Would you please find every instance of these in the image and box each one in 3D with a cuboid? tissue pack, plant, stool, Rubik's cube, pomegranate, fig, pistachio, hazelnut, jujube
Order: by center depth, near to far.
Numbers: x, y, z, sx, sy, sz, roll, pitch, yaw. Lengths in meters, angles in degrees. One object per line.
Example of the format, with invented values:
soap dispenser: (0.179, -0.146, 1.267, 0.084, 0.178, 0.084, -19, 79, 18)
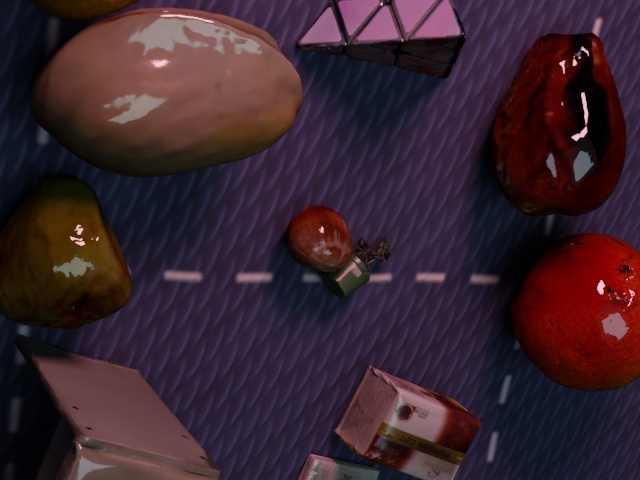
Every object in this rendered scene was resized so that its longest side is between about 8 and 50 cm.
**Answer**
pistachio: (-0.162, -0.162, 1.311, 0.288, 0.166, 0.197, -13, 135, -24)
fig: (-0.275, 0.014, 1.352, 0.154, 0.144, 0.166, 10, 98, 8)
stool: (-0.272, 0.280, 1.369, 0.170, 0.269, 0.244, 22, 98, -33)
Rubik's cube: (0.118, -0.293, 1.436, 0.211, 0.190, 0.178, 5, 89, -33)
hazelnut: (0.000, 0.000, 1.513, 0.086, 0.086, 0.086, -10, 113, -24)
plant: (0.049, 0.026, 1.569, 0.102, 0.051, 0.051, -40, 123, -24)
jujube: (0.299, -0.146, 1.573, 0.168, 0.168, 0.237, 7, 88, -29)
tissue pack: (0.116, 0.246, 1.654, 0.148, 0.099, 0.106, 24, 96, -31)
pomegranate: (0.360, 0.099, 1.668, 0.210, 0.210, 0.235, -44, 150, -6)
tissue pack: (0.023, 0.320, 1.679, 0.108, 0.023, 0.056, 16, 101, -32)

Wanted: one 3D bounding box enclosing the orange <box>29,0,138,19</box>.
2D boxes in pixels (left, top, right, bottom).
orange: (-0.225, -0.318, 1.215, 0.206, 0.206, 0.206, -10, 113, -24)
